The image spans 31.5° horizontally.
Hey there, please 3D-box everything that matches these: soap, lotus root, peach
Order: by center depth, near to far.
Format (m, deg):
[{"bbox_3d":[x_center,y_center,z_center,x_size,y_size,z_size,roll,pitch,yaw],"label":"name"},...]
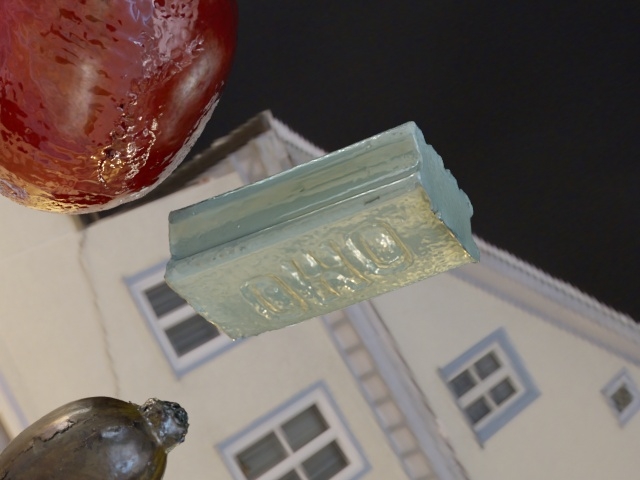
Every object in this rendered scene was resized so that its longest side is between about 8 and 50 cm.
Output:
[{"bbox_3d":[-0.162,-0.097,0.752,0.159,0.154,0.267,46,-53,6],"label":"peach"},{"bbox_3d":[0.000,0.000,0.798,0.198,0.114,0.063,-20,-128,20],"label":"soap"},{"bbox_3d":[-0.212,0.205,1.016,0.209,0.120,0.120,-31,-94,1],"label":"lotus root"}]
